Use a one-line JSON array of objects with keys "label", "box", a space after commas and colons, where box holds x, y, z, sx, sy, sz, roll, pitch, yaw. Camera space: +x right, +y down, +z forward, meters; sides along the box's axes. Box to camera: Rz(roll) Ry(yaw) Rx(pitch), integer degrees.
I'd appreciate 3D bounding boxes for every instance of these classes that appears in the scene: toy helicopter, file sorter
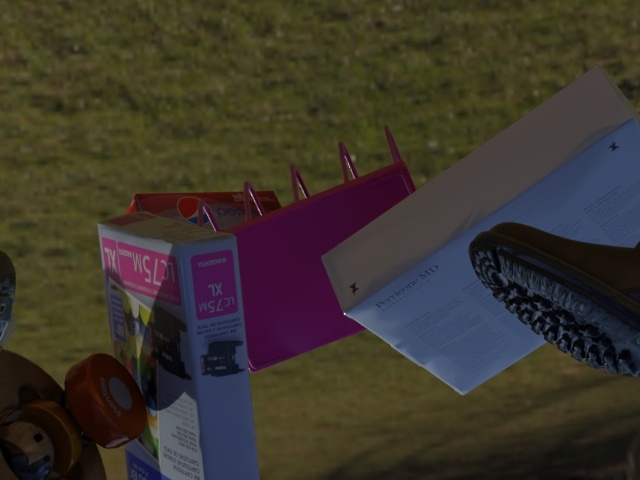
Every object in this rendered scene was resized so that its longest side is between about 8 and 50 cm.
[{"label": "toy helicopter", "box": [-0.227, 0.246, 1.124, 0.140, 0.355, 0.235, -29, 154, 17]}, {"label": "file sorter", "box": [0.000, 0.000, 1.850, 0.291, 0.182, 0.202, -21, 118, 6]}]

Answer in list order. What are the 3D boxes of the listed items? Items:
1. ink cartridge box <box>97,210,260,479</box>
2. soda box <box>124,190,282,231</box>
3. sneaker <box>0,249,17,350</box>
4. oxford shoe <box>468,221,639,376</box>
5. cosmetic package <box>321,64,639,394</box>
[{"label": "ink cartridge box", "box": [-0.125, 0.138, 1.256, 0.065, 0.311, 0.186, -13, -167, -29]}, {"label": "soda box", "box": [-0.184, -0.021, 2.259, 0.263, 0.083, 0.092, -3, 141, -36]}, {"label": "sneaker", "box": [-0.186, 0.023, 0.653, 0.086, 0.064, 0.192, -33, 165, -17]}, {"label": "oxford shoe", "box": [0.201, 0.031, 0.841, 0.227, 0.096, 0.082, 21, 152, 12]}, {"label": "cosmetic package", "box": [0.234, 0.002, 1.602, 0.377, 0.097, 0.284, -35, 143, 15]}]
